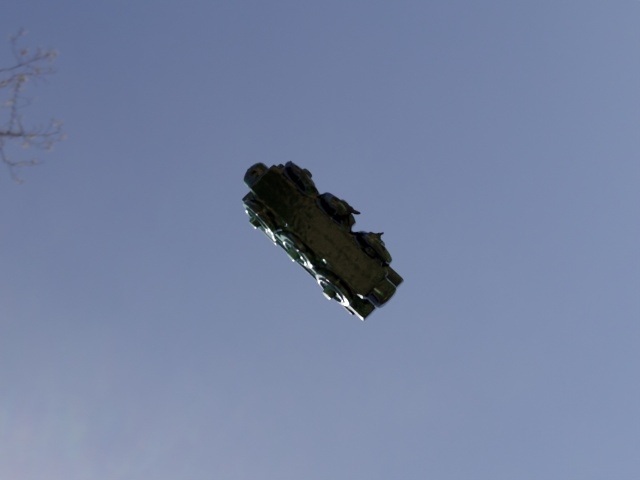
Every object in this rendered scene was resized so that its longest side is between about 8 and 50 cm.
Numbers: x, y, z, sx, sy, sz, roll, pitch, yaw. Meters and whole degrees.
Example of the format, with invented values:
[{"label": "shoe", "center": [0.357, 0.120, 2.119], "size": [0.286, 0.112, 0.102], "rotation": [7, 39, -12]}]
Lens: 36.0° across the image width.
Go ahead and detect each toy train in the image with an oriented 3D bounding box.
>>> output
[{"label": "toy train", "center": [0.000, 0.000, 0.870], "size": [0.071, 0.170, 0.111], "rotation": [-45, -14, -7]}]
